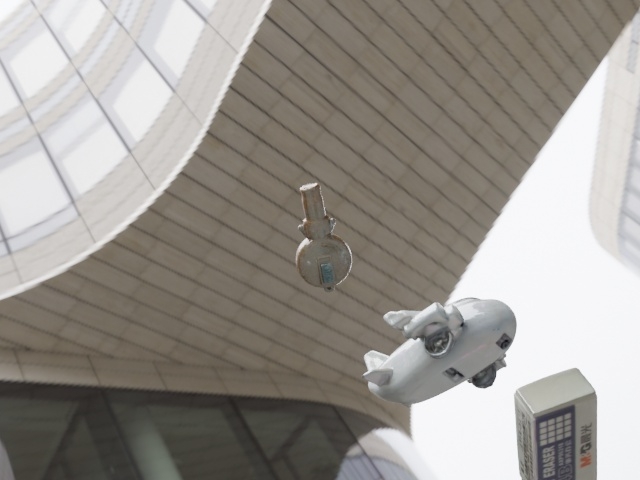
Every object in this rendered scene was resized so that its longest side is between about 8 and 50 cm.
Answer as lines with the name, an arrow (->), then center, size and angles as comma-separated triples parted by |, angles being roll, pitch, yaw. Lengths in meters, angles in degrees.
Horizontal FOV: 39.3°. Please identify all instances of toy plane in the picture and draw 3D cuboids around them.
toy plane -> 0.171, 0.158, 1.299 | 0.244, 0.118, 0.245 | -10, -42, -10

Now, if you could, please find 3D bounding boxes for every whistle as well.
whistle -> 0.000, 0.000, 1.671 | 0.107, 0.057, 0.220 | -11, -69, -3

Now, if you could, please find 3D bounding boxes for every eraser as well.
eraser -> 0.419, 0.362, 1.581 | 0.124, 0.081, 0.279 | -18, -56, -9
